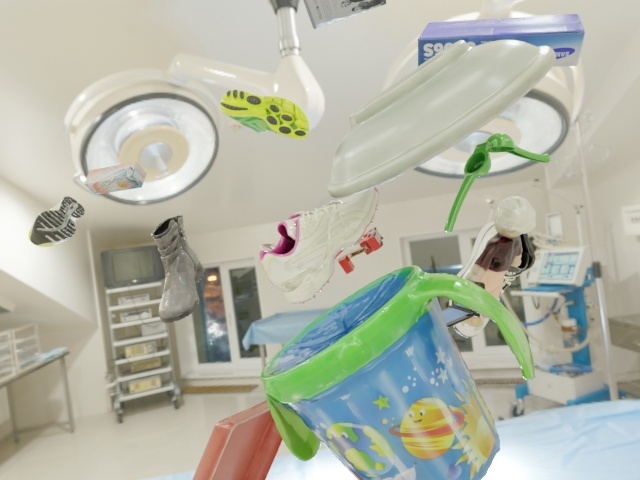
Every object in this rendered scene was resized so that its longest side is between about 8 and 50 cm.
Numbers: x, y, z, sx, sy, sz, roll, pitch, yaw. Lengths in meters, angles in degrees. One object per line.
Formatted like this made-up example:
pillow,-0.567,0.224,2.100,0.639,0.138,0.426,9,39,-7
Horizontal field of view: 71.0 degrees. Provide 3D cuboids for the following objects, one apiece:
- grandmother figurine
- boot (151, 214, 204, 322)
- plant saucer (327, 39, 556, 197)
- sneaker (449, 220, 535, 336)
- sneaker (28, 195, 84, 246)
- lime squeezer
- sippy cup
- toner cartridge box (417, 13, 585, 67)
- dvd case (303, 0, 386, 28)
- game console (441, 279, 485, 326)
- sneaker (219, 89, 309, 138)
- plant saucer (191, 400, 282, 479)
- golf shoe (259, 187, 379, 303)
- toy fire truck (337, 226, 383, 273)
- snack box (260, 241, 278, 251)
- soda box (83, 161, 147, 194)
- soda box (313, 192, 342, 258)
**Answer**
grandmother figurine,0.420,0.052,1.087,0.104,0.342,0.208,31,38,31
boot,-0.444,0.073,1.329,0.118,0.223,0.338,-16,27,-3
plant saucer,0.160,-0.220,0.733,0.400,0.100,0.400,-33,14,9
sneaker,0.590,0.136,1.566,0.169,0.448,0.257,20,-1,1
sneaker,-0.646,-0.029,1.082,0.094,0.081,0.208,-36,22,10
lime squeezer,0.318,-0.135,0.849,0.310,0.110,0.059,-32,30,-24
sippy cup,0.085,0.184,0.542,0.240,0.224,0.305,-35,0,-25
toner cartridge box,0.418,-0.471,1.068,0.347,0.075,0.165,7,40,20
dvd case,0.069,-0.731,1.328,0.238,0.030,0.179,-14,-16,10
game console,0.292,0.134,0.983,0.071,0.107,0.122,12,-2,-9
sneaker,-0.164,-0.392,1.403,0.295,0.109,0.123,22,0,10
plant saucer,-0.150,0.400,0.796,0.047,0.258,0.259,24,2,22
golf shoe,0.003,-0.024,0.895,0.306,0.140,0.115,-53,22,-20
toy fire truck,0.125,0.027,1.380,0.135,0.047,0.192,-34,7,14
snack box,-0.159,0.044,1.780,0.064,0.022,0.178,-14,25,-42
soda box,-0.644,-0.194,1.409,0.183,0.063,0.058,-7,-34,18
soda box,0.000,0.000,1.174,0.098,0.091,0.286,17,-55,-41
